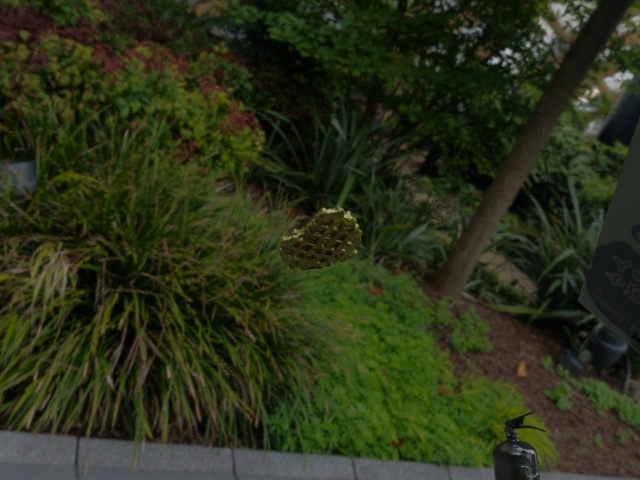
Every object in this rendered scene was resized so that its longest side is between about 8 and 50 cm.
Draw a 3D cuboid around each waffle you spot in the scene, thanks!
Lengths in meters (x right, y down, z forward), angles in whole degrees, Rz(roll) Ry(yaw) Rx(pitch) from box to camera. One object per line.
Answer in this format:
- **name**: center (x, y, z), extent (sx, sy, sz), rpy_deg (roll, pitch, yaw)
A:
- **waffle**: center (0.000, 0.002, 0.589), extent (0.078, 0.085, 0.016), rpy_deg (53, 18, -46)

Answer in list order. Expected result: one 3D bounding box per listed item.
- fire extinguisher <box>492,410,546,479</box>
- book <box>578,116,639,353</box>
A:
- **fire extinguisher**: center (0.325, 0.409, 0.958), extent (0.089, 0.268, 0.072), rpy_deg (-11, -14, 33)
- **book**: center (0.482, 0.029, 0.779), extent (0.043, 0.371, 0.260), rpy_deg (-23, 45, -19)
